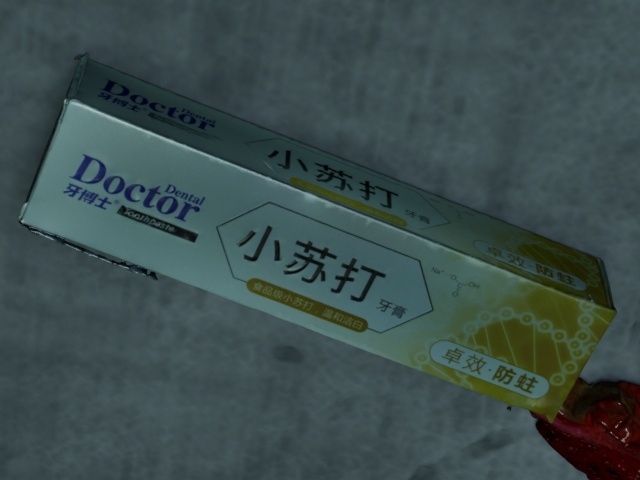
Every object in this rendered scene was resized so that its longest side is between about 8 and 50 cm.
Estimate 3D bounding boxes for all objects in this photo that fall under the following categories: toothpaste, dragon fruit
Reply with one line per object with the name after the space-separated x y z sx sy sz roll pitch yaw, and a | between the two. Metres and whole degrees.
0.000 0.000 0.991 0.312 0.071 0.089 21 119 -10 | toothpaste
0.181 0.121 1.061 0.131 0.063 0.097 40 117 -21 | dragon fruit
